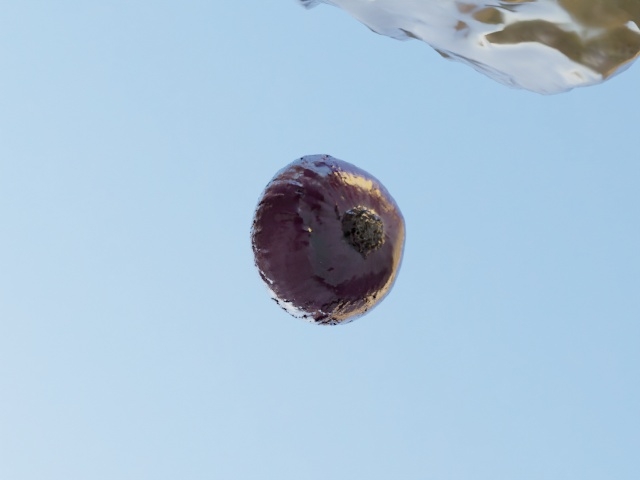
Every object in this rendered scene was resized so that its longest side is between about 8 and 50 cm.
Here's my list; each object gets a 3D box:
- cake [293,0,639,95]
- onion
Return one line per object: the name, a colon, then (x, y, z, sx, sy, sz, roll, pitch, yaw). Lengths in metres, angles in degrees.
cake: (0.026, -0.253, 0.770, 0.332, 0.321, 0.332, -53, -155, 38)
onion: (0.000, 0.000, 1.216, 0.104, 0.115, 0.115, 0, -84, 52)
